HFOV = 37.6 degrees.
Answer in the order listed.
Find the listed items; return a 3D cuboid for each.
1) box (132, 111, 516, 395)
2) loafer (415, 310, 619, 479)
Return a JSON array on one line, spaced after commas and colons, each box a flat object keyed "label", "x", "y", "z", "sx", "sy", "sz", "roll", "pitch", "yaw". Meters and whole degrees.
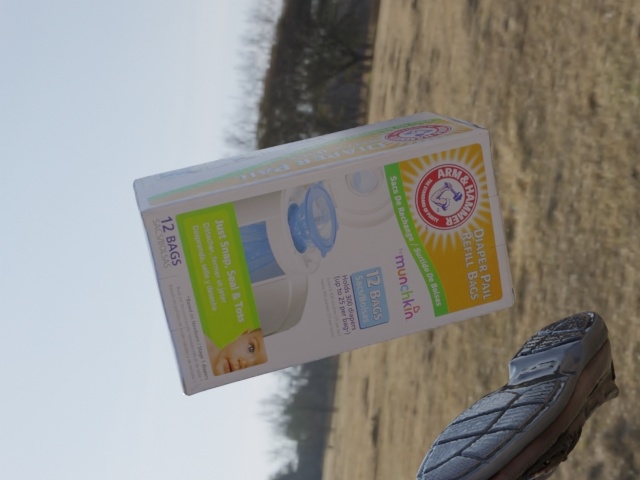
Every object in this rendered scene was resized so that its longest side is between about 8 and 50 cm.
[{"label": "box", "x": 0.000, "y": 0.000, "z": 0.570, "sx": 0.103, "sy": 0.203, "sz": 0.114, "roll": -135, "pitch": 32, "yaw": -71}, {"label": "loafer", "x": 0.192, "y": 0.162, "z": 0.811, "sx": 0.302, "sy": 0.109, "sz": 0.095, "roll": -34, "pitch": -82, "yaw": -48}]
